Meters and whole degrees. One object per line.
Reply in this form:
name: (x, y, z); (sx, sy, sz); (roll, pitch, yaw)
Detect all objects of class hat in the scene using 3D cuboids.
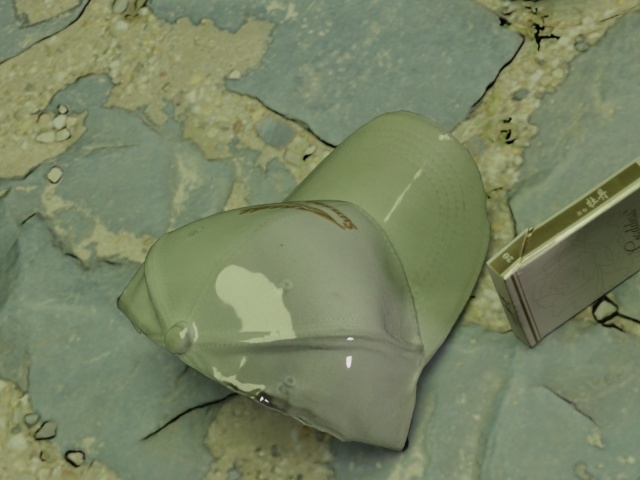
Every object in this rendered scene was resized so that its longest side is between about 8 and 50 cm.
hat: (-0.001, 0.007, 1.444); (0.257, 0.168, 0.301); (27, 70, 31)

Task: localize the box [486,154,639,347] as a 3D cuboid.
box: (0.225, -0.005, 1.407); (0.198, 0.109, 0.029); (-34, 53, -5)
